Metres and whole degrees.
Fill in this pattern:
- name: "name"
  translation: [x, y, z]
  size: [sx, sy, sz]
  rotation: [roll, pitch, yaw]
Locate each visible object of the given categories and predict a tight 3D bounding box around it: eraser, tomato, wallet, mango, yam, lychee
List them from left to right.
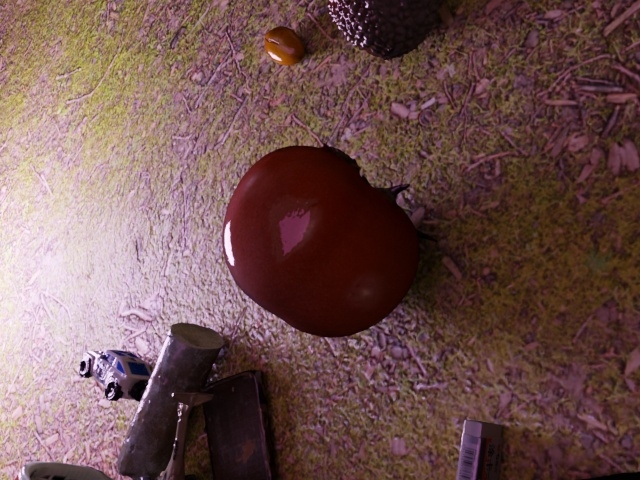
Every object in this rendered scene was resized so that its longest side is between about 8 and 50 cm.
- name: "yam"
  translation: [-0.247, 0.263, 1.216]
  size: [0.093, 0.093, 0.259]
  rotation: [30, 100, 44]
- name: "wallet"
  translation: [-0.117, 0.317, 1.121]
  size: [0.122, 0.031, 0.232]
  rotation: [-26, 64, 31]
- name: "mango"
  translation: [-0.058, -0.322, 1.246]
  size: [0.089, 0.046, 0.060]
  rotation: [36, 102, 38]
- name: "tomato"
  translation: [0.000, 0.000, 0.959]
  size: [0.256, 0.256, 0.224]
  rotation: [32, 85, 43]
- name: "lychee"
  translation: [0.087, -0.348, 1.037]
  size: [0.165, 0.165, 0.197]
  rotation: [-13, 68, 40]
- name: "eraser"
  translation: [0.177, 0.266, 0.847]
  size: [0.029, 0.052, 0.122]
  rotation: [3, 79, 42]

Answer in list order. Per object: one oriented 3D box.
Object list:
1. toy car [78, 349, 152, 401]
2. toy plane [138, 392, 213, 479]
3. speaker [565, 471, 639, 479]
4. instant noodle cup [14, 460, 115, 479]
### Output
- name: "toy car"
  translation: [-0.354, 0.236, 1.330]
  size: [0.171, 0.080, 0.070]
  rotation: [20, 91, 45]
- name: "toy plane"
  translation: [-0.219, 0.358, 1.133]
  size: [0.108, 0.092, 0.286]
  rotation: [-157, 75, -66]
- name: "speaker"
  translation: [0.217, 0.372, 0.690]
  size: [0.254, 0.184, 0.232]
  rotation: [-40, 53, 31]
- name: "instant noodle cup"
  translation: [-0.453, 0.546, 1.221]
  size: [0.294, 0.294, 0.307]
  rotation: [28, 90, 44]
